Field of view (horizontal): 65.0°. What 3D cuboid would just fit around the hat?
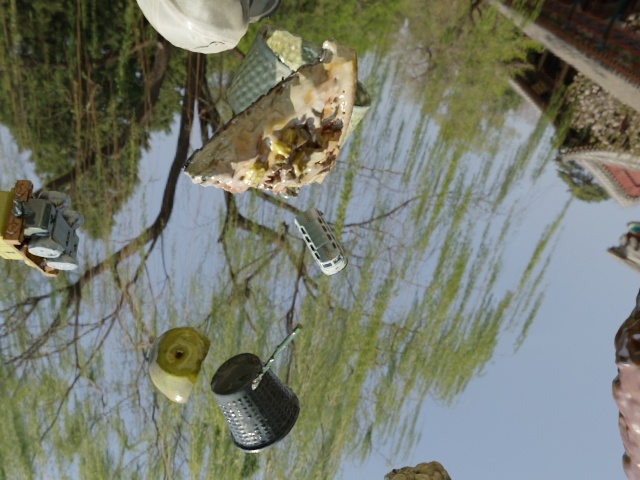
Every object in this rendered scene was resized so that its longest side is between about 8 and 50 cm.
[{"bbox_3d":[-0.183,-0.452,0.823,0.231,0.275,0.161,36,179,2],"label":"hat"}]

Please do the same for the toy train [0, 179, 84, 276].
[{"bbox_3d":[-0.417,-0.013,0.714,0.127,0.219,0.090,4,-109,-10],"label":"toy train"}]

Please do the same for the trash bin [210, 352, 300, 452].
[{"bbox_3d":[-0.153,0.338,1.100,0.175,0.161,0.175,-20,-153,11],"label":"trash bin"}]

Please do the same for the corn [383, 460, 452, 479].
[{"bbox_3d":[0.105,0.303,0.428,0.086,0.087,0.211,-1,-127,-21],"label":"corn"}]

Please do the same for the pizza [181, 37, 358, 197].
[{"bbox_3d":[-0.039,-0.092,0.484,0.195,0.185,0.052,-30,-119,-32],"label":"pizza"}]

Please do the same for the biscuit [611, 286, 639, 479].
[{"bbox_3d":[0.575,0.179,0.723,0.342,0.396,0.166,-27,-150,-21],"label":"biscuit"}]

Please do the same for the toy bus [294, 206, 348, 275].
[{"bbox_3d":[0.000,0.000,1.384,0.087,0.089,0.194,-30,-112,2],"label":"toy bus"}]

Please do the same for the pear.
[{"bbox_3d":[-0.274,0.228,0.954,0.103,0.141,0.141,22,-147,-5],"label":"pear"}]

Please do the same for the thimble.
[{"bbox_3d":[-0.041,-0.287,1.005,0.270,0.150,0.271,26,-147,-18],"label":"thimble"}]

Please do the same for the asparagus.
[{"bbox_3d":[-0.079,0.197,0.848,0.016,0.163,0.016,8,-144,-51],"label":"asparagus"}]
